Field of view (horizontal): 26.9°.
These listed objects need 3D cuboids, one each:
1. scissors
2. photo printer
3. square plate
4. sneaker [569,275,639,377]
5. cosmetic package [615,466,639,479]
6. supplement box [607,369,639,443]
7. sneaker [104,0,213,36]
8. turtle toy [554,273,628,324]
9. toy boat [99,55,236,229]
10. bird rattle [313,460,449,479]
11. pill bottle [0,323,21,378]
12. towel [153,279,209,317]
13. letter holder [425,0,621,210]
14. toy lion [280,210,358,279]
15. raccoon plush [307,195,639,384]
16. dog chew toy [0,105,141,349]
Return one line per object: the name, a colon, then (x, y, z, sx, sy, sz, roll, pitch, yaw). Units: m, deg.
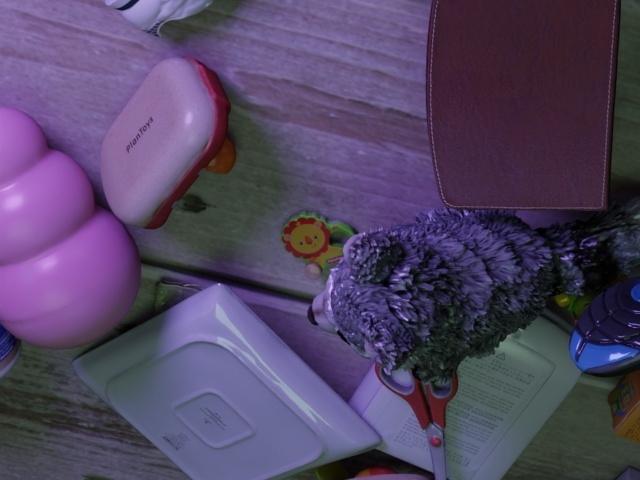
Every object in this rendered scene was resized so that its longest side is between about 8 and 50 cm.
scissors: (0.166, 0.262, 1.853, 0.109, 0.021, 0.297, -15, 114, 20)
photo printer: (0.208, 0.194, 1.890, 0.256, 0.107, 0.307, 23, 124, -9)
square plate: (-0.145, 0.244, 1.927, 0.344, 0.049, 0.347, -28, 115, 37)
sneaker: (0.479, 0.096, 1.735, 0.341, 0.125, 0.139, -28, 136, -9)
cosmetic package: (0.541, 0.453, 2.081, 0.231, 0.085, 0.117, 28, 123, -14)
supplement box: (0.539, 0.270, 1.948, 0.233, 0.078, 0.080, 20, 125, -12)
sneaker: (-0.141, -0.325, 1.555, 0.235, 0.090, 0.095, -29, 133, 26)
turtle toy: (0.369, 0.084, 1.801, 0.095, 0.066, 0.130, -24, 162, 20)
toy boat: (-0.173, -0.113, 1.688, 0.151, 0.151, 0.231, 11, 133, -42)
bird rattle: (0.100, 0.386, 1.982, 0.254, 0.143, 0.207, -2, 164, 16)
pill bottle: (-0.511, 0.067, 1.813, 0.153, 0.153, 0.264, -5, 125, 7)
towel: (-0.186, 0.120, 1.910, 0.110, 0.027, 0.148, 7, 127, -1)
letter holder: (0.233, -0.197, 1.578, 0.214, 0.152, 0.301, -1, 126, 7)
toy lion: (0.000, 0.000, 1.812, 0.100, 0.034, 0.096, -17, 116, 15)
raccoon plush: (0.199, 0.014, 1.624, 0.446, 0.299, 0.216, -32, 80, 6)
dog chew toy: (-0.368, -0.025, 1.718, 0.207, 0.206, 0.331, -17, 115, 15)
